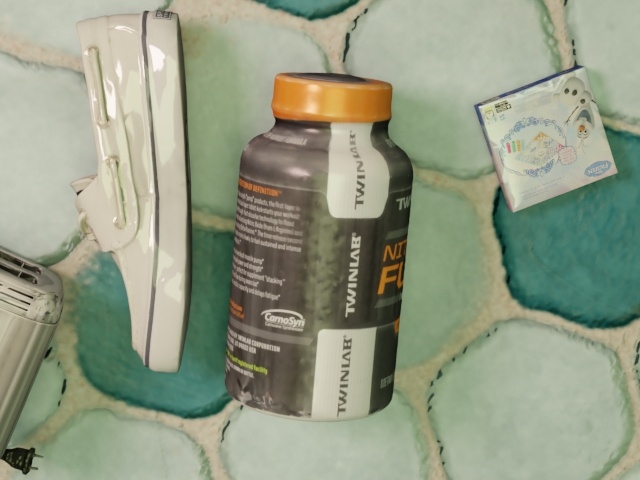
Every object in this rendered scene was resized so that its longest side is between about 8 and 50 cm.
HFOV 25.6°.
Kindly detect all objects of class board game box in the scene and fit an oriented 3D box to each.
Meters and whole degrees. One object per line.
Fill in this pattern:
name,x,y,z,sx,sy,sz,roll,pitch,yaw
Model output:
board game box,0.177,-0.080,1.104,0.090,0.020,0.090,-20,103,-2

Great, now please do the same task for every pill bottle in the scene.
pill bottle,0.000,0.000,1.044,0.130,0.130,0.246,3,102,-7

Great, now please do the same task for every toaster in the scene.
toaster,-0.284,0.070,1.027,0.227,0.129,0.146,25,96,-10

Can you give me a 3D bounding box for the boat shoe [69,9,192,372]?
boat shoe,-0.141,-0.034,1.040,0.088,0.096,0.268,-2,101,-2
